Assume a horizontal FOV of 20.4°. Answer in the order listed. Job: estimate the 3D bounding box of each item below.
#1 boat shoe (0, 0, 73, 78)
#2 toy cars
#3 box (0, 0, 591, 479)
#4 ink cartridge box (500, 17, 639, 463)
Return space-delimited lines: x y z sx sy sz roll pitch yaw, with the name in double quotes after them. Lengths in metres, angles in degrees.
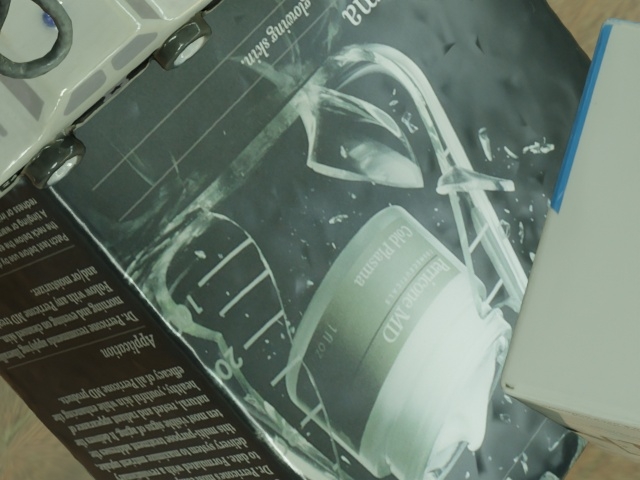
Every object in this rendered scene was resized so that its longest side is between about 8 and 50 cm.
-0.172 -0.103 0.621 0.156 0.187 0.500 26 66 24 "boat shoe"
-0.239 -0.107 0.921 0.393 0.087 0.176 -2 83 -2 "toy cars"
0.000 0.000 1.446 0.472 0.297 0.480 51 56 -16 "box"
0.154 0.016 0.726 0.086 0.203 0.148 13 83 23 "ink cartridge box"
